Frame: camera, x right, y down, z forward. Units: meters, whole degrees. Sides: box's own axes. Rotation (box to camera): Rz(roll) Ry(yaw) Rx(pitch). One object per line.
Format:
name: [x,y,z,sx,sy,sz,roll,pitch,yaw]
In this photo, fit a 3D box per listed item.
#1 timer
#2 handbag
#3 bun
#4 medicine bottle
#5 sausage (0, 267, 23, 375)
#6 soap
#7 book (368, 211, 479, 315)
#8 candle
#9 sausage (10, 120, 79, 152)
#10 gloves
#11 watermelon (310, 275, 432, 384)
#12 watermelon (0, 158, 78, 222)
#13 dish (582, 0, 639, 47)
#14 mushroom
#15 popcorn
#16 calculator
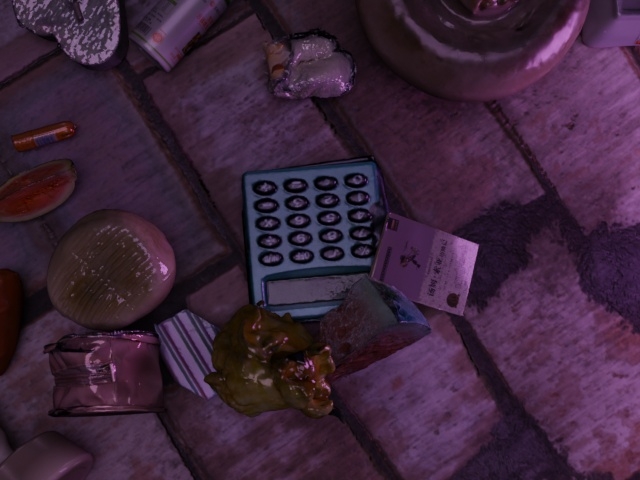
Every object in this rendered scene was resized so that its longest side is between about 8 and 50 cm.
timer: [-0.503,0.311,1.171,0.266,0.175,0.175,39,86,11]
handbag: [-0.323,0.205,1.156,0.179,0.205,0.116,5,74,-32]
bun: [-0.322,0.048,1.198,0.178,0.128,0.193,44,98,1]
medicine bottle: [-0.218,-0.365,1.240,0.086,0.086,0.183,42,87,0]
sausage: [-0.514,0.131,1.204,0.089,0.089,0.179,10,96,-2]
soap: [-0.197,0.180,1.227,0.100,0.056,0.149,-32,89,-7]
book: [0.168,0.040,1.238,0.181,0.014,0.127,19,82,-21]
candle: [-0.386,-0.378,1.242,0.192,0.068,0.168,36,90,-2]
sausage: [-0.444,-0.171,1.248,0.107,0.031,0.031,-16,88,-4]
gloves: [-0.017,-0.285,1.253,0.153,0.070,0.114,-5,79,-9]
watermelon: [0.049,0.162,1.204,0.241,0.154,0.094,-37,57,20]
watermelon: [-0.452,-0.072,1.227,0.163,0.087,0.069,-27,119,-2]
dish: [0.547,-0.405,1.277,0.212,0.077,0.151,-2,87,-3]
mushroom: [0.233,-0.393,1.155,0.362,0.294,0.362,0,88,-4]
popcorn: [-0.062,0.183,1.135,0.195,0.168,0.173,3,116,25]
calculator: [0.000,0.000,1.244,0.248,0.058,0.274,-5,86,-4]
